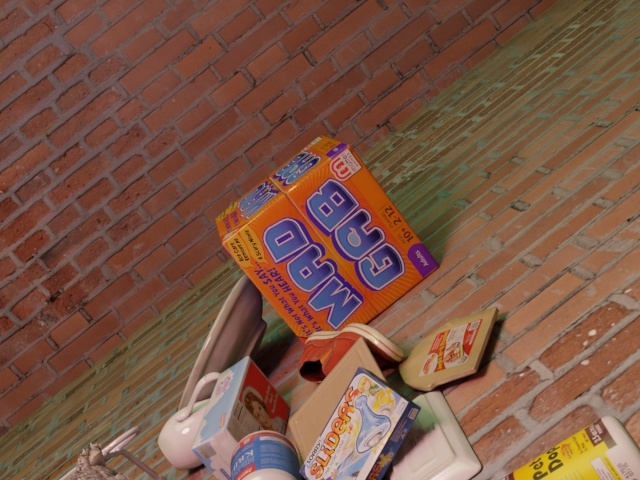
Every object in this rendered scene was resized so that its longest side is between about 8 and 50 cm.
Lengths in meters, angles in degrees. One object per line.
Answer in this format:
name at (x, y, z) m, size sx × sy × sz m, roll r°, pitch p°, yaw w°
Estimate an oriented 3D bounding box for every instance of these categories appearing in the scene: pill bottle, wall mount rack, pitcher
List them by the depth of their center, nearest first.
pill bottle at (0.269, 0.297, 0.912) m, size 0.215 × 0.117 × 0.117 m, roll -35°, pitch 15°, yaw 10°
pill bottle at (-0.089, 0.421, 1.375) m, size 0.124 × 0.124 × 0.221 m, roll -38°, pitch 14°, yaw 2°
wall mount rack at (-0.471, 0.539, 1.700) m, size 0.350 × 0.130 × 0.304 m, roll -38°, pitch -11°, yaw -4°
pitcher at (-0.262, 0.390, 1.787) m, size 0.207 × 0.178 × 0.125 m, roll -38°, pitch 38°, yaw -5°

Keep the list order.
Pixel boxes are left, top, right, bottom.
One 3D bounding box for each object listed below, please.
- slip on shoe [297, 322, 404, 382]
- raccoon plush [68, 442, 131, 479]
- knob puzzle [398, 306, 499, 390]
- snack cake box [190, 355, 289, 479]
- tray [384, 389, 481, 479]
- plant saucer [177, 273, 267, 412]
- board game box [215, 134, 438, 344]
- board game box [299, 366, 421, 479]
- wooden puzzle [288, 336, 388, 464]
slip on shoe at (0.056, 0.237, 1.637) m, size 0.331 × 0.123 × 0.101 m, roll -20°, pitch 38°, yaw 59°
raccoon plush at (-0.448, 0.563, 1.452) m, size 0.446 × 0.299 × 0.216 m, roll -33°, pitch 16°, yaw 20°
knob puzzle at (0.223, 0.208, 1.467) m, size 0.213 × 0.030 × 0.213 m, roll -35°, pitch 16°, yaw 11°
snack cake box at (-0.152, 0.369, 1.629) m, size 0.089 × 0.152 × 0.264 m, roll -34°, pitch 15°, yaw 17°
tray at (0.153, 0.323, 1.286) m, size 0.145 × 0.030 × 0.270 m, roll -36°, pitch 15°, yaw 4°
plant saucer at (-0.216, 0.276, 1.983) m, size 0.400 × 0.100 × 0.400 m, roll 24°, pitch -90°, yaw -87°
board game box at (0.000, 0.000, 1.980) m, size 0.356 × 0.356 × 0.356 m, roll -38°, pitch 14°, yaw -1°
board game box at (0.060, 0.318, 1.295) m, size 0.136 × 0.035 × 0.201 m, roll 28°, pitch 88°, yaw 54°
wooden puzzle at (0.041, 0.310, 1.432) m, size 0.221 × 0.044 × 0.239 m, roll -51°, pitch 25°, yaw 13°
